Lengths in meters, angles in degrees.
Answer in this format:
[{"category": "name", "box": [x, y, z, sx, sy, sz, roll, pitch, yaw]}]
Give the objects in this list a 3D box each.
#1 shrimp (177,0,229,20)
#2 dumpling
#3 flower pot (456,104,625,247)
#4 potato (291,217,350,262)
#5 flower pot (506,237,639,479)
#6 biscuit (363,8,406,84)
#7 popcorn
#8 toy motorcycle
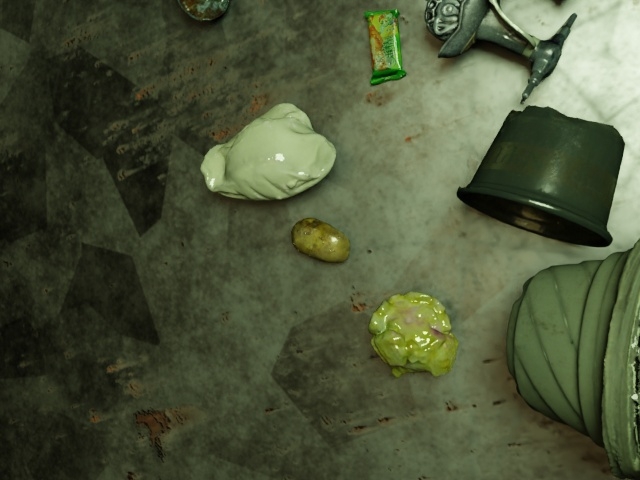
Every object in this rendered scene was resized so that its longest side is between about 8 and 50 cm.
[{"category": "shrimp", "box": [-0.149, -0.409, 0.739, 0.090, 0.079, 0.233, 18, 103, 59]}, {"category": "dumpling", "box": [-0.059, -0.119, 0.728, 0.169, 0.100, 0.134, -17, 50, 40]}, {"category": "flower pot", "box": [0.234, -0.067, 0.577, 0.157, 0.157, 0.107, 23, 90, 19]}, {"category": "potato", "box": [0.000, 0.000, 0.730, 0.083, 0.040, 0.051, 23, 126, 14]}, {"category": "flower pot", "box": [0.274, 0.104, 0.551, 0.140, 0.235, 0.235, 2, 96, 45]}, {"category": "biscuit", "box": [0.079, -0.239, 0.690, 0.046, 0.016, 0.089, -4, 93, 23]}, {"category": "popcorn", "box": [0.112, 0.113, 0.673, 0.109, 0.089, 0.097, 25, 68, 10]}, {"category": "toy motorcycle", "box": [0.235, -0.275, 0.584, 0.157, 0.091, 0.263, 46, 107, 8]}]
